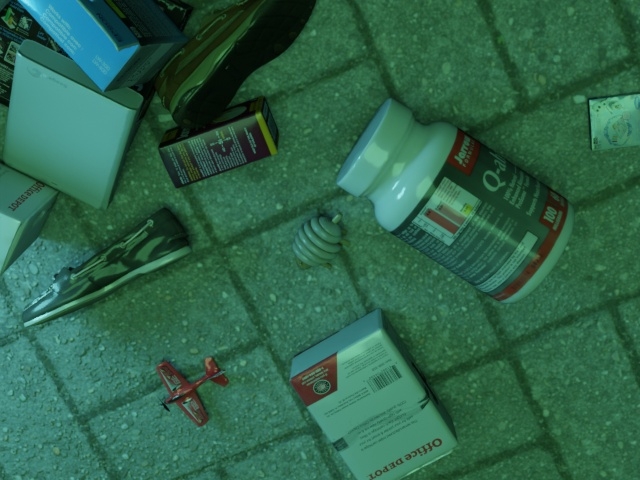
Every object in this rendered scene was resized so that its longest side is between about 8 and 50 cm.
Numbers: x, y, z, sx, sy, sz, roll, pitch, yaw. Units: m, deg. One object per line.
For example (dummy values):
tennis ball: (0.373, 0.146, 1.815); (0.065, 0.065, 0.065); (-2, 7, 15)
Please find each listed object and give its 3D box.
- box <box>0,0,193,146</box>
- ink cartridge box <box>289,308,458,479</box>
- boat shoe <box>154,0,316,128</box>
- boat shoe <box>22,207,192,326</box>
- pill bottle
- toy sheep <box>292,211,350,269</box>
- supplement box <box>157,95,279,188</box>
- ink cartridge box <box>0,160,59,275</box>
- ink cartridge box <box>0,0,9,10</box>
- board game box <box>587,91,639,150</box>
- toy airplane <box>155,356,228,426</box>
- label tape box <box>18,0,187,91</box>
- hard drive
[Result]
box: (-0.409, -0.329, 1.783); (0.296, 0.073, 0.293); (26, 106, -5)
ink cartridge box: (0.098, 0.295, 1.932); (0.197, 0.114, 0.272); (-30, 103, 10)
boat shoe: (-0.150, -0.334, 1.742); (0.324, 0.122, 0.120); (-44, 63, -2)
boat shoe: (-0.392, 0.049, 1.890); (0.335, 0.112, 0.095); (-25, 87, 4)
pill bottle: (0.222, -0.069, 1.764); (0.363, 0.210, 0.210); (32, 106, -8)
toy sheep: (0.000, 0.000, 1.862); (0.091, 0.091, 0.132); (33, 111, -8)
supplement box: (-0.171, -0.168, 1.802); (0.188, 0.104, 0.080); (-19, 112, 8)
ink cartridge box: (-0.620, -0.075, 1.800); (0.283, 0.207, 0.117); (26, 109, -5)
ink cartridge box: (-0.623, -0.505, 1.711); (0.324, 0.071, 0.330); (-41, 86, 20)
board game box: (0.506, -0.204, 1.809); (0.090, 0.020, 0.090); (-6, 107, 5)
toy airplane: (-0.240, 0.272, 1.985); (0.151, 0.028, 0.151); (0, 108, 1)
label tape box: (-0.352, -0.346, 1.547); (0.115, 0.347, 0.249); (-41, 94, 15)
hard drive: (-0.418, -0.181, 1.750); (0.203, 0.040, 0.307); (26, 145, -5)
